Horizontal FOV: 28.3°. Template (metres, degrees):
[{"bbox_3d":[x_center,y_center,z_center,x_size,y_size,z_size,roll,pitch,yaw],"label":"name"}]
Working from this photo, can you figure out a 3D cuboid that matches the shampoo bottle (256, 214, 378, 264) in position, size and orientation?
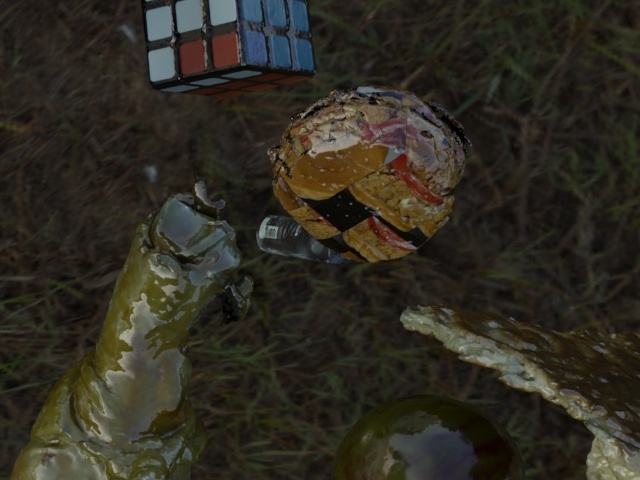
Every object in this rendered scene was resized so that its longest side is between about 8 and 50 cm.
[{"bbox_3d":[0.000,0.001,1.742,0.064,0.208,0.057,2,94,-47],"label":"shampoo bottle"}]

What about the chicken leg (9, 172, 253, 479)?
[{"bbox_3d":[-0.088,0.083,0.588,0.088,0.227,0.103,30,28,19],"label":"chicken leg"}]

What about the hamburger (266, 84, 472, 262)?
[{"bbox_3d":[0.059,-0.077,1.431,0.231,0.231,0.106,25,48,-24],"label":"hamburger"}]

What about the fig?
[{"bbox_3d":[0.099,0.165,0.856,0.236,0.124,0.124,10,75,-57],"label":"fig"}]

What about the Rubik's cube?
[{"bbox_3d":[-0.119,-0.276,1.621,0.161,0.163,0.162,-3,88,-56],"label":"Rubik's cube"}]

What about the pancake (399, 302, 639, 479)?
[{"bbox_3d":[0.169,0.094,0.832,0.245,0.266,0.057,19,105,8],"label":"pancake"}]
